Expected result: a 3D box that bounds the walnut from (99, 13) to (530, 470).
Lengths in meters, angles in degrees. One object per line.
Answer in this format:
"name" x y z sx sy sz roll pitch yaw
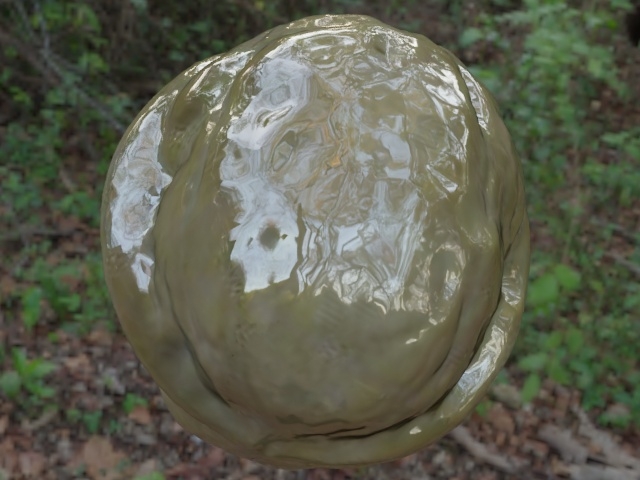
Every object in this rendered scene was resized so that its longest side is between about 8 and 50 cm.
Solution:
"walnut" 0.000 0.000 1.011 0.381 0.381 0.381 8 23 -3
